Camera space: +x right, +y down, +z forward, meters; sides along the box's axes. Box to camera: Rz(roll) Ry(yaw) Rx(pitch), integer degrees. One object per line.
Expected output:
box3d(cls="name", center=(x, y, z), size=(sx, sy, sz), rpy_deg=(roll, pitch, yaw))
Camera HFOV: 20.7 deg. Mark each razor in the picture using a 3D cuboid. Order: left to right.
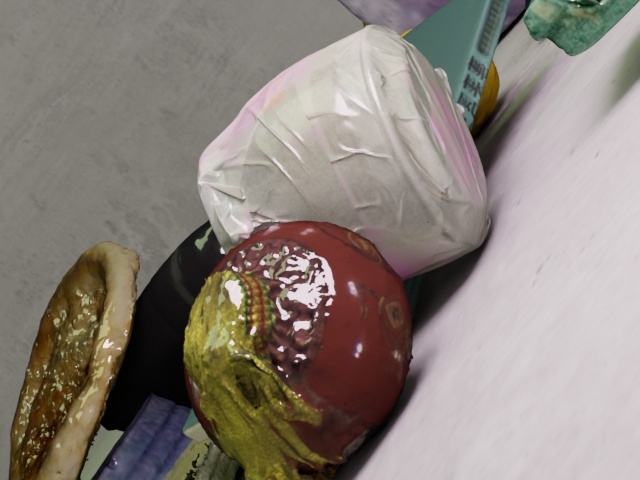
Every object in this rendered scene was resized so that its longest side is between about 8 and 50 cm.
box3d(cls="razor", center=(-0.129, 0.084, 1.997), size=(0.204, 0.113, 0.349), rpy_deg=(-15, -27, -46))

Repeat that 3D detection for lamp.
box3d(cls="lamp", center=(-0.023, 0.061, 1.057), size=(0.156, 0.135, 0.157), rpy_deg=(-58, 39, 9))

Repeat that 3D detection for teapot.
box3d(cls="teapot", center=(0.006, -0.059, 1.197), size=(0.178, 0.163, 0.221), rpy_deg=(-24, 38, 17))

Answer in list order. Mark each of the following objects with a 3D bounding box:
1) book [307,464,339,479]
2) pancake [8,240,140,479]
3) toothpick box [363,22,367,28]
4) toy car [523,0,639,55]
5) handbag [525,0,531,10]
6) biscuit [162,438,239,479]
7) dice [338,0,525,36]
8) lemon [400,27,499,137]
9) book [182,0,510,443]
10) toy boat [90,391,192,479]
box3d(cls="book", center=(-0.014, 0.159, 1.133), size=(0.118, 0.012, 0.172), rpy_deg=(-50, 5, 39))
box3d(cls="pancake", center=(-0.281, 0.166, 1.958), size=(0.356, 0.065, 0.356), rpy_deg=(-50, 28, 40))
box3d(cls="toothpick box", center=(0.154, -0.341, 2.313), size=(0.175, 0.175, 0.271), rpy_deg=(-55, 1, -26))
box3d(cls="toy car", center=(0.244, -0.240, 1.030), size=(0.320, 0.097, 0.141), rpy_deg=(-49, 6, 29))
box3d(cls="handbag", center=(0.270, -0.359, 1.635), size=(0.325, 0.118, 0.269), rpy_deg=(-53, 3, -35))
box3d(cls="biscuit", center=(-0.119, 0.227, 1.464), size=(0.147, 0.046, 0.250), rpy_deg=(-52, 5, 22))
box3d(cls="dice", center=(0.158, -0.394, 2.014), size=(0.271, 0.270, 0.270), rpy_deg=(-56, 6, -33))
box3d(cls="lemon", center=(0.105, -0.137, 1.592), size=(0.114, 0.114, 0.155), rpy_deg=(-53, -7, -6))
box3d(cls="book", center=(0.025, -0.032, 1.389), size=(0.264, 0.031, 0.379), rpy_deg=(-31, 29, 46))
box3d(cls="toy boat", center=(-0.208, 0.269, 1.880), size=(0.127, 0.078, 0.283), rpy_deg=(-53, 4, 43))
